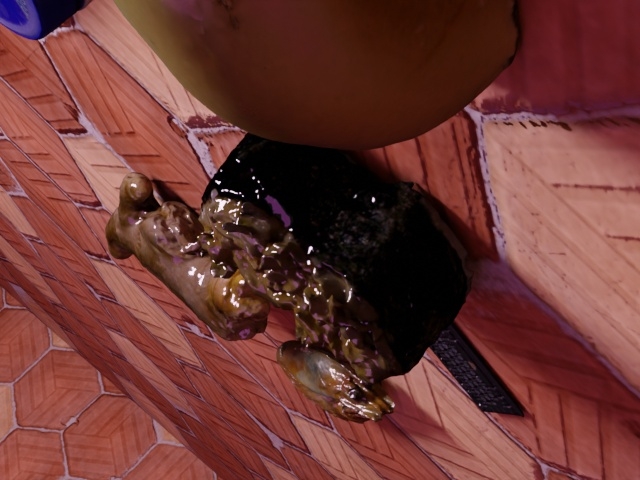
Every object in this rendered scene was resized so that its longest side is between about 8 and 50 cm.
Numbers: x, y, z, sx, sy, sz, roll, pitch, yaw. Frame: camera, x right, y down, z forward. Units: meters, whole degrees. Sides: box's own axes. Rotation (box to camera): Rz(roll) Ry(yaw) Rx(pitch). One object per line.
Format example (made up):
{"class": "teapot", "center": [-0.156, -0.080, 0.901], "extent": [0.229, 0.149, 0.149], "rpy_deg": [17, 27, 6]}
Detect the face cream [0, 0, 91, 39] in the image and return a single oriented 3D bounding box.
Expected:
{"class": "face cream", "center": [-0.214, -0.244, 0.728], "extent": [0.206, 0.111, 0.206], "rpy_deg": [41, 161, 17]}

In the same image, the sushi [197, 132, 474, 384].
{"class": "sushi", "center": [0.000, 0.000, 0.779], "extent": [0.212, 0.115, 0.147], "rpy_deg": [38, 155, 28]}

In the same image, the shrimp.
{"class": "shrimp", "center": [0.022, 0.158, 1.175], "extent": [0.115, 0.051, 0.217], "rpy_deg": [46, 162, -23]}

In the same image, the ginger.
{"class": "ginger", "center": [-0.147, 0.016, 1.201], "extent": [0.333, 0.080, 0.166], "rpy_deg": [38, 147, 41]}

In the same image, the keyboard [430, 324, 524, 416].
{"class": "keyboard", "center": [0.092, 0.071, 0.898], "extent": [0.198, 0.010, 0.063], "rpy_deg": [50, 159, -15]}

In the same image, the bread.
{"class": "bread", "center": [-0.026, -0.134, 0.485], "extent": [0.158, 0.156, 0.261], "rpy_deg": [25, 152, 43]}
